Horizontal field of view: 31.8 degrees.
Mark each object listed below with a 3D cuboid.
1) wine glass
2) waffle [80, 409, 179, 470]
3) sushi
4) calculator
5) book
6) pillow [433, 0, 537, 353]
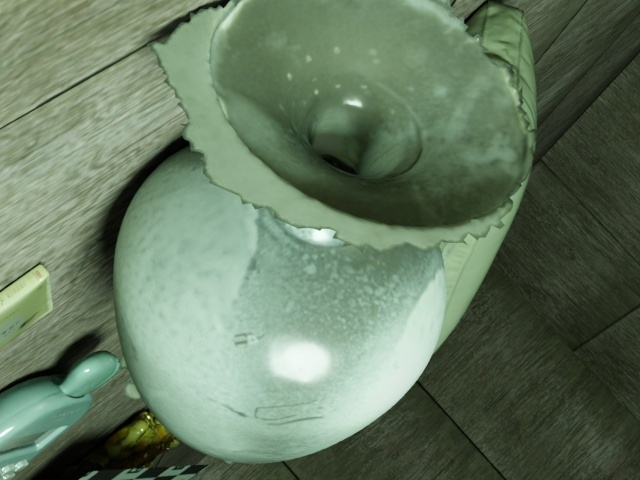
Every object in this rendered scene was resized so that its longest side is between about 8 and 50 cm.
[{"bbox_3d":[-0.018,0.006,0.720,0.238,0.238,0.323,-36,161,-36],"label":"wine glass"},{"bbox_3d":[-0.272,0.303,1.635,0.291,0.051,0.291,-40,169,-10],"label":"waffle"},{"bbox_3d":[-0.362,0.369,1.468,0.359,0.064,0.343,-36,162,10],"label":"sushi"},{"bbox_3d":[-0.296,0.190,0.991,0.295,0.042,0.184,-40,172,3],"label":"calculator"},{"bbox_3d":[-0.227,0.064,0.751,0.111,0.014,0.077,-38,171,-23],"label":"book"},{"bbox_3d":[0.128,-0.046,1.110,0.322,0.120,0.255,105,-1,-45],"label":"pillow"}]
